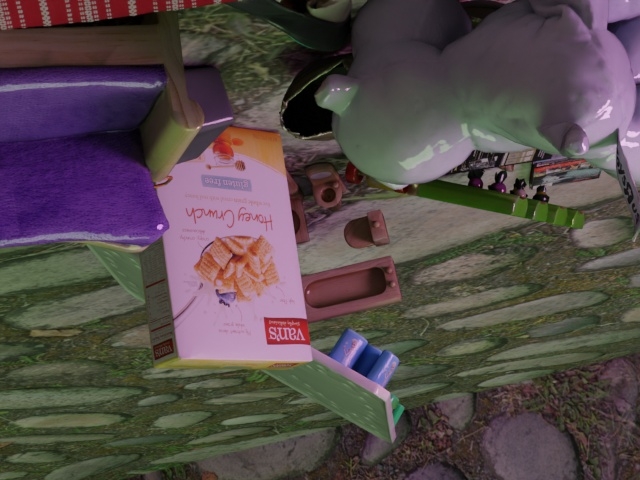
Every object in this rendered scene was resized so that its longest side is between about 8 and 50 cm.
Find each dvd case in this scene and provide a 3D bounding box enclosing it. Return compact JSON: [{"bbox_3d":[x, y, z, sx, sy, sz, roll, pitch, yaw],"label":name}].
[{"bbox_3d":[0.291,-0.087,1.993,0.087,0.013,0.119,-10,165,3],"label":"dvd case"}]

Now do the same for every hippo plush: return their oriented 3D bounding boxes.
[{"bbox_3d":[0.139,-0.104,1.305,0.237,0.294,0.234,-14,144,28],"label":"hippo plush"}]

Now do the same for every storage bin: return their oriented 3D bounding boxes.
[{"bbox_3d":[-0.138,-0.101,1.517,0.091,0.098,0.135,-14,169,-26],"label":"storage bin"}]

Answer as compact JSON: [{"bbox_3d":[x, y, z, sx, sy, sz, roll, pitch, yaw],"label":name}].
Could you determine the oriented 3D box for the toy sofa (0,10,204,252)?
[{"bbox_3d":[-0.281,-0.082,1.309,0.363,0.177,0.150,-4,165,-18],"label":"toy sofa"}]

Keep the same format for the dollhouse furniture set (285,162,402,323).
[{"bbox_3d":[0.000,0.000,1.866,0.144,0.151,0.123,-13,165,6],"label":"dollhouse furniture set"}]

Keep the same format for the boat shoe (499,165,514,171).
[{"bbox_3d":[0.184,-0.104,1.801,0.045,0.050,0.135,5,171,13],"label":"boat shoe"}]

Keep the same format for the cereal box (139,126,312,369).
[{"bbox_3d":[-0.097,0.006,1.638,0.173,0.240,0.047,4,161,-44],"label":"cereal box"}]

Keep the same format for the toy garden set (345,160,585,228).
[{"bbox_3d":[0.161,-0.062,1.850,0.204,0.049,0.244,12,-178,25],"label":"toy garden set"}]

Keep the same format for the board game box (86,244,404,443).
[{"bbox_3d":[-0.079,0.094,1.931,0.390,0.050,0.390,29,170,10],"label":"board game box"}]

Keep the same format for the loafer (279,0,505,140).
[{"bbox_3d":[0.068,-0.132,1.460,0.251,0.094,0.087,-19,-165,34],"label":"loafer"}]

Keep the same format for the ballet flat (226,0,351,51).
[{"bbox_3d":[-0.018,-0.191,1.274,0.074,0.074,0.203,-18,161,32],"label":"ballet flat"}]

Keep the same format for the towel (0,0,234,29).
[{"bbox_3d":[-0.111,-0.215,1.106,0.275,0.031,0.199,-8,151,-5],"label":"towel"}]

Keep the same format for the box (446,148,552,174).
[{"bbox_3d":[0.155,-0.128,1.611,0.147,0.077,0.180,-9,166,-2],"label":"box"}]
